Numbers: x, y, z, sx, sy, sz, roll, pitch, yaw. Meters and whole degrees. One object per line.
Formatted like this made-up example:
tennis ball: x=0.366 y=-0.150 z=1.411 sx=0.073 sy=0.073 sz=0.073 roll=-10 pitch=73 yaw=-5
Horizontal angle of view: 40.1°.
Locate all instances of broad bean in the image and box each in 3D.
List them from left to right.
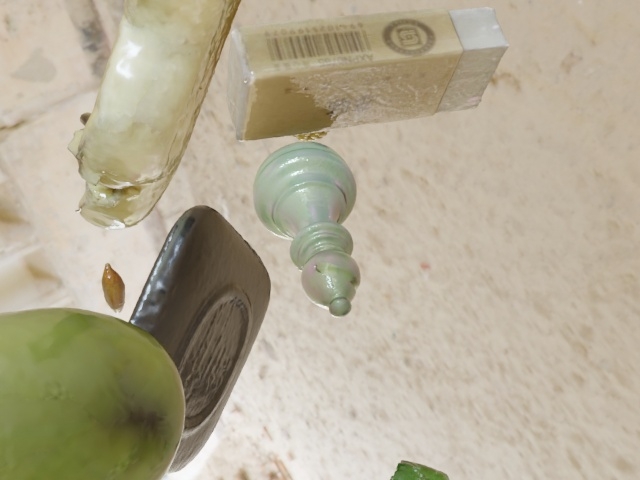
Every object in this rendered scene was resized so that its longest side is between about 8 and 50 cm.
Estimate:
broad bean: x=-0.179 y=0.142 z=0.452 sx=0.121 sy=0.263 sz=0.189 roll=-16 pitch=126 yaw=48

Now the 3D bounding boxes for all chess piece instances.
chess piece: x=0.000 y=0.000 z=1.079 sx=0.272 sy=0.139 sz=0.139 roll=-109 pitch=3 yaw=-51

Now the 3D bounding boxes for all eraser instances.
eraser: x=0.056 y=-0.212 z=1.113 sx=0.144 sy=0.343 sz=0.078 roll=107 pitch=150 yaw=-60

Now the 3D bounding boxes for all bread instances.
bread: x=-0.062 y=-0.147 z=0.464 sx=0.054 sy=0.316 sz=0.316 roll=19 pitch=167 yaw=-11

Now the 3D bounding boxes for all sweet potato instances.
sweet potato: x=-0.300 y=0.074 z=1.280 sx=0.034 sy=0.034 sz=0.095 roll=44 pitch=149 yaw=44

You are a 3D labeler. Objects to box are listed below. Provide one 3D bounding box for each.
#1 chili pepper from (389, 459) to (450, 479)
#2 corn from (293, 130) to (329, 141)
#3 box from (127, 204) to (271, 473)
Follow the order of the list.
chili pepper: x=0.185 y=0.332 z=1.014 sx=0.253 sy=0.083 sz=0.099 roll=26 pitch=-173 yaw=-4
corn: x=0.016 y=-0.256 z=1.453 sx=0.097 sy=0.097 sz=0.262 roll=56 pitch=137 yaw=14
box: x=-0.108 y=0.090 z=0.720 sx=0.042 sy=0.212 sz=0.201 roll=21 pitch=169 yaw=19
